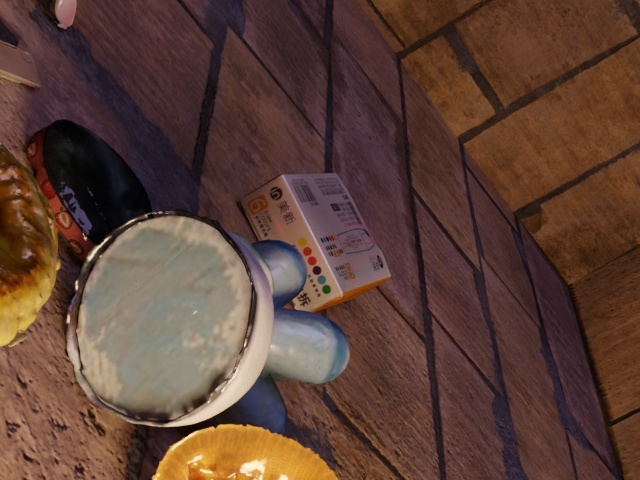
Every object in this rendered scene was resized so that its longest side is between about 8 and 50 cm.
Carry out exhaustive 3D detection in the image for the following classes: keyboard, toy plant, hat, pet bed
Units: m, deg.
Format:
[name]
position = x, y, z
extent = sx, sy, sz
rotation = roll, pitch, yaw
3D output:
[keyboard]
position = -0.393, -0.221, 1.344
extent = 0.166, 0.017, 0.055
rotation = 17, 51, -62
[toy plant]
position = -0.098, 0.109, 1.295
extent = 0.332, 0.247, 0.247
rotation = 26, 38, -60
[hat]
position = -0.053, 0.343, 1.186
extent = 0.244, 0.233, 0.233
rotation = 36, -13, 30
[pet bed]
position = -0.266, -0.050, 1.353
extent = 0.201, 0.053, 0.201
rotation = 48, 23, -27

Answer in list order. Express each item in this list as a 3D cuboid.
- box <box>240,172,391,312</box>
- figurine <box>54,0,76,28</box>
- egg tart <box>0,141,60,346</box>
[box]
position = 0.000, 0.000, 1.866
extent = 0.221, 0.091, 0.274
rotation = 63, 20, 7
[figurine]
position = -0.298, -0.392, 1.469
extent = 0.206, 0.284, 0.316
rotation = 57, 8, -10
[egg tart]
position = -0.365, -0.027, 0.929
extent = 0.341, 0.132, 0.341
rotation = 41, 21, -19
